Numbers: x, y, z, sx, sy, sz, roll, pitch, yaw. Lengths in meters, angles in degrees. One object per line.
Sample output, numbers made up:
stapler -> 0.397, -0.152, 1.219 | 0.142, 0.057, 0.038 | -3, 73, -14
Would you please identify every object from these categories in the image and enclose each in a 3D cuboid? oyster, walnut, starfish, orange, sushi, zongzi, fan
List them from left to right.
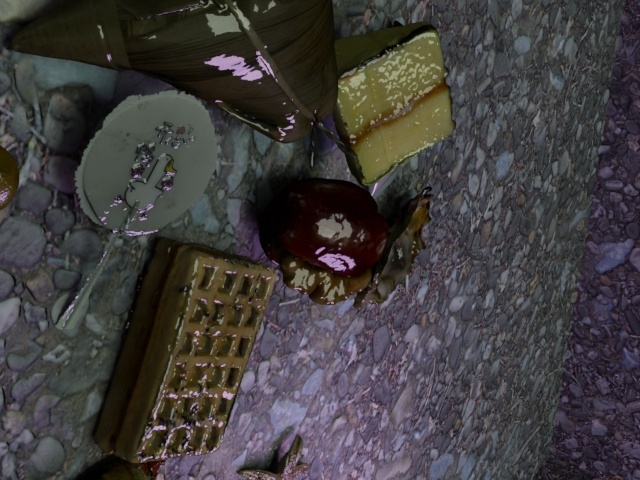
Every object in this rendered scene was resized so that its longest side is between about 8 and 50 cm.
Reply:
orange -> -0.425, -0.077, 1.057 | 0.085, 0.085, 0.095 | -31, 138, -45
sushi -> -0.346, 0.433, 1.421 | 0.226, 0.097, 0.103 | -25, 130, -46
fan -> -0.286, -0.034, 1.243 | 0.233, 0.012, 0.415 | 14, 110, -48
zongzi -> -0.192, -0.250, 1.315 | 0.467, 0.218, 0.500 | -24, 150, -10
starfish -> -0.104, 0.556, 1.903 | 0.277, 0.062, 0.236 | 18, 96, -62
walnut -> 0.000, 0.000, 1.619 | 0.269, 0.221, 0.244 | 6, 93, -42
oyster -> 0.172, 0.031, 1.996 | 0.361, 0.096, 0.221 | -58, 150, -19

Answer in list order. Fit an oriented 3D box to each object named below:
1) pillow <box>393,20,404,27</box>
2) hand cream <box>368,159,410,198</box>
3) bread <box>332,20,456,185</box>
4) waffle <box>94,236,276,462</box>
pillow -> 0.199, -0.365, 1.814 | 0.033, 0.130, 0.217 | -24, 134, -10
hand cream -> 0.148, -0.266, 1.810 | 0.185, 0.118, 0.359 | -49, 149, -35
bread -> 0.140, -0.259, 1.599 | 0.198, 0.236, 0.263 | -96, 169, -47
waffle -> -0.228, 0.195, 1.468 | 0.261, 0.114, 0.376 | 13, 95, -60
